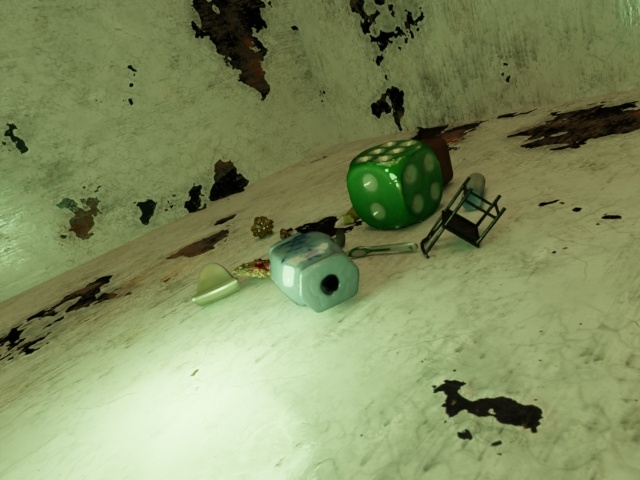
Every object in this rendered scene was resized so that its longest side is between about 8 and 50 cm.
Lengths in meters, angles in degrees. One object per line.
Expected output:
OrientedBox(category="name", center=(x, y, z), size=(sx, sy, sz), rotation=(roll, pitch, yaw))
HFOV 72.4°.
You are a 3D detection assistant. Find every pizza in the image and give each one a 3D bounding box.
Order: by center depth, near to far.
OrientedBox(category="pizza", center=(-0.216, 0.103, 1.688), size=(0.193, 0.053, 0.201), rotation=(10, 15, 32))

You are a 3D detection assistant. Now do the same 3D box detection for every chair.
OrientedBox(category="chair", center=(0.447, -0.049, 1.396), size=(0.260, 0.141, 0.154), rotation=(-61, -2, 28))

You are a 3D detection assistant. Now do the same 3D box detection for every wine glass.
OrientedBox(category="wine glass", center=(0.000, 0.000, 1.774), size=(0.195, 0.079, 0.079), rotation=(-6, 22, 31))

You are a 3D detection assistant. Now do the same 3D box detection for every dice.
OrientedBox(category="dice", center=(0.302, -0.230, 1.778), size=(0.297, 0.300, 0.287), rotation=(-32, 24, -33))

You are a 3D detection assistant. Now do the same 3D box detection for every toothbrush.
OrientedBox(category="toothbrush", center=(0.149, 0.041, 1.568), size=(0.417, 0.042, 0.040), rotation=(-6, 35, 35))

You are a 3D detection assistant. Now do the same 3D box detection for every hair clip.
OrientedBox(category="hair clip", center=(-0.395, 0.174, 1.652), size=(0.172, 0.113, 0.282), rotation=(-24, 24, -12))

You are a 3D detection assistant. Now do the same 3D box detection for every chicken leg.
OrientedBox(category="chicken leg", center=(-0.166, -0.036, 2.110), size=(0.062, 0.038, 0.145), rotation=(4, 20, -1))

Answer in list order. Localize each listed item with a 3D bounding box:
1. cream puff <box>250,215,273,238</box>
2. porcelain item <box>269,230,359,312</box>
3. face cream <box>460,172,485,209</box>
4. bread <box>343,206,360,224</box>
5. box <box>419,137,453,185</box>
OrientedBox(category="cream puff", center=(-0.296, -0.068, 2.210), size=(0.122, 0.116, 0.094), rotation=(-31, 4, 12))
OrientedBox(category="porcelain item", center=(-0.039, 0.088, 1.407), size=(0.242, 0.179, 0.405), rotation=(-25, 17, -14))
OrientedBox(category="face cream", center=(0.605, -0.197, 1.726), size=(0.077, 0.077, 0.250), rotation=(-9, 21, 28))
OrientedBox(category="bread", center=(0.183, -0.142, 2.038), size=(0.088, 0.049, 0.226), rotation=(-8, 22, 30))
OrientedBox(category="box", center=(0.418, -0.331, 2.050), size=(0.339, 0.240, 0.229), rotation=(1, 24, 47))
